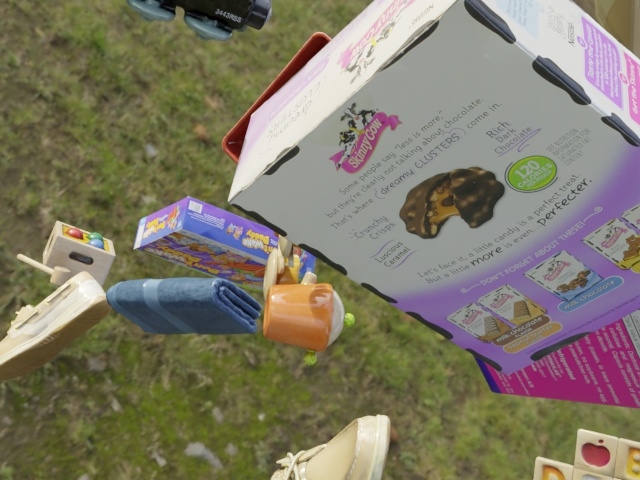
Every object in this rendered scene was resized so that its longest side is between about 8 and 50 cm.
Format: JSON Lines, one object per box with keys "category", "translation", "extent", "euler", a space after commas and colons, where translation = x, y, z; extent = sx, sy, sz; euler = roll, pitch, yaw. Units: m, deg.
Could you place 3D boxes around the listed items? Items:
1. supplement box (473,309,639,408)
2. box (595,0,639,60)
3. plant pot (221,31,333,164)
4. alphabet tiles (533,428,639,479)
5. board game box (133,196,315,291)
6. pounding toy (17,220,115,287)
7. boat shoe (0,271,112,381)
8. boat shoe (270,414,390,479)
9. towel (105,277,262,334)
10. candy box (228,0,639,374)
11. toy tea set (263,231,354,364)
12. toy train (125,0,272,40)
{"category": "supplement box", "translation": [0.221, 0.048, 0.721], "extent": [0.111, 0.220, 0.114], "euler": [-51, 123, -34]}
{"category": "box", "translation": [0.438, -0.364, 1.244], "extent": [0.311, 0.148, 0.121], "euler": [54, 15, -61]}
{"category": "plant pot", "translation": [0.038, -0.179, 1.728], "extent": [0.267, 0.267, 0.236], "euler": [45, 18, 7]}
{"category": "alphabet tiles", "translation": [0.431, 0.448, 1.375], "extent": [0.011, 0.285, 0.342], "euler": [-10, 106, -57]}
{"category": "board game box", "translation": [-0.217, 0.017, 2.232], "extent": [0.347, 0.233, 0.078], "euler": [21, 67, -31]}
{"category": "pounding toy", "translation": [-0.521, 0.026, 2.005], "extent": [0.181, 0.094, 0.206], "euler": [22, 7, -20]}
{"category": "boat shoe", "translation": [-0.317, 0.097, 1.104], "extent": [0.059, 0.170, 0.063], "euler": [57, 2, 22]}
{"category": "boat shoe", "translation": [-0.012, 0.294, 1.114], "extent": [0.098, 0.302, 0.109], "euler": [23, 42, -8]}
{"category": "towel", "translation": [-0.109, 0.050, 0.773], "extent": [0.067, 0.120, 0.029], "euler": [45, 52, -45]}
{"category": "candy box", "translation": [0.083, -0.032, 0.477], "extent": [0.196, 0.165, 0.070], "euler": [33, 44, -23]}
{"category": "toy tea set", "translation": [0.000, 0.000, 1.334], "extent": [0.124, 0.336, 0.200], "euler": [7, 36, -7]}
{"category": "toy train", "translation": [-0.230, -0.407, 1.442], "extent": [0.334, 0.142, 0.190], "euler": [18, 27, -15]}
